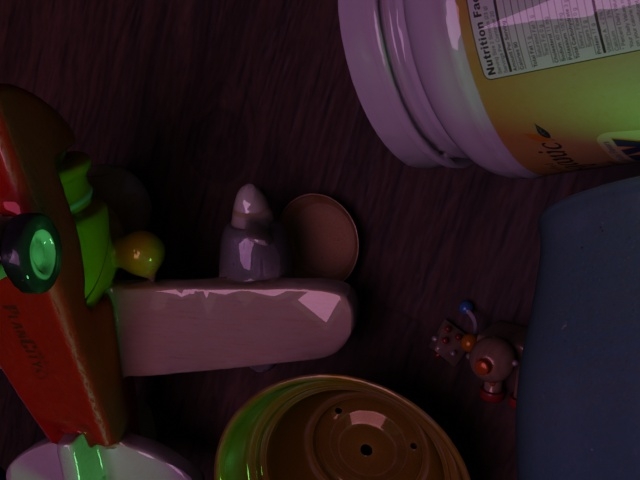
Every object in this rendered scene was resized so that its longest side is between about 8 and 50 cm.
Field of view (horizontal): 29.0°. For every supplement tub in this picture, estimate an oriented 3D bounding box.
[{"bbox_3d":[0.193,-0.161,0.798,0.316,0.228,0.228,-7,94,32],"label":"supplement tub"}]

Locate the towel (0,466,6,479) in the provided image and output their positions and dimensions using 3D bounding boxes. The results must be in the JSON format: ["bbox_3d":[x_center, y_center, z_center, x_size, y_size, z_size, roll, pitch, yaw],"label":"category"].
[{"bbox_3d":[-0.258,0.377,1.192,0.308,0.076,0.227,52,154,15],"label":"towel"}]

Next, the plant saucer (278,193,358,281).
[{"bbox_3d":[0.000,0.000,1.065,0.083,0.015,0.083,6,102,31],"label":"plant saucer"}]

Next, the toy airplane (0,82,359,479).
[{"bbox_3d":[-0.207,0.053,1.086,0.386,0.272,0.384,30,133,-13],"label":"toy airplane"}]

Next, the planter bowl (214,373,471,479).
[{"bbox_3d":[0.029,0.192,1.025,0.217,0.090,0.217,6,110,16],"label":"planter bowl"}]

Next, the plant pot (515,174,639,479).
[{"bbox_3d":[0.249,0.092,0.805,0.272,0.272,0.255,-13,76,32],"label":"plant pot"}]

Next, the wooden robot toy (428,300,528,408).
[{"bbox_3d":[0.147,0.100,0.957,0.173,0.079,0.076,11,104,30],"label":"wooden robot toy"}]
